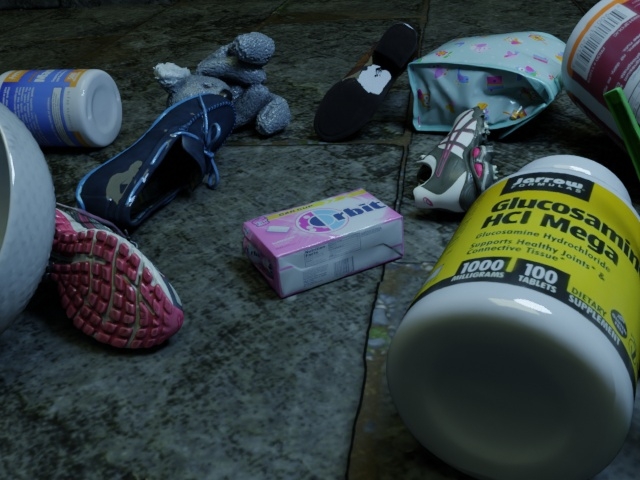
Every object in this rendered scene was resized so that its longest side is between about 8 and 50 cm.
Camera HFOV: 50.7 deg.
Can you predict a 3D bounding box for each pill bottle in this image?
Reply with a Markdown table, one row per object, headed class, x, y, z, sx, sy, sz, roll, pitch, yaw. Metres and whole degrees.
| class | x | y | z | sx | sy | sz | roll | pitch | yaw |
| --- | --- | --- | --- | --- | --- | --- | --- | --- | --- |
| pill bottle | -0.549 | -0.260 | 1.336 | 0.272 | 0.152 | 0.152 | 3 | 30 | 12 |
| pill bottle | 0.202 | 0.046 | 0.632 | 0.188 | 0.188 | 0.334 | 9 | 33 | 24 |
| pill bottle | 0.529 | -0.198 | 0.959 | 0.224 | 0.224 | 0.392 | -8 | 38 | -5 |

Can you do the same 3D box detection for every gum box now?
| class | x | y | z | sx | sy | sz | roll | pitch | yaw |
| --- | --- | --- | --- | --- | --- | --- | --- | --- | --- |
| gum box | 0.000 | 0.000 | 0.875 | 0.188 | 0.062 | 0.107 | -17 | 31 | -21 |

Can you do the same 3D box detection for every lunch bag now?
| class | x | y | z | sx | sy | sz | roll | pitch | yaw |
| --- | --- | --- | --- | --- | --- | --- | --- | --- | --- |
| lunch bag | 0.327 | -0.291 | 1.245 | 0.262 | 0.160 | 0.223 | 7 | 30 | 31 |

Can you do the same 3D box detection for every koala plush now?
| class | x | y | z | sx | sy | sz | roll | pitch | yaw |
| --- | --- | --- | --- | --- | --- | --- | --- | --- | --- |
| koala plush | -0.206 | -0.266 | 1.275 | 0.203 | 0.196 | 0.221 | 3 | 29 | 37 |

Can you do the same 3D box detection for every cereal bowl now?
| class | x | y | z | sx | sy | sz | roll | pitch | yaw |
| --- | --- | --- | --- | --- | --- | --- | --- | --- | --- |
| cereal bowl | -0.442 | -0.014 | 0.777 | 0.339 | 0.339 | 0.141 | 6 | -8 | 19 |

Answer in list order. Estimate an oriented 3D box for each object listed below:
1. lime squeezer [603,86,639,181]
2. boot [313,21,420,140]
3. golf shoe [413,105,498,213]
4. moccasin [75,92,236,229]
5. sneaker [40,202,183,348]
| class | x | y | z | sx | sy | sz | roll | pitch | yaw |
| --- | --- | --- | --- | --- | --- | --- | --- | --- | --- |
| lime squeezer | 0.275 | 0.030 | 0.545 | 0.110 | 0.059 | 0.310 | 11 | 68 | -19 |
| boot | 0.097 | -0.313 | 1.343 | 0.096 | 0.264 | 0.280 | 33 | 13 | 0 |
| golf shoe | 0.205 | -0.130 | 1.039 | 0.120 | 0.105 | 0.273 | -6 | 28 | 14 |
| moccasin | -0.228 | -0.116 | 1.082 | 0.117 | 0.137 | 0.342 | 17 | 50 | 27 |
| sneaker | -0.263 | 0.028 | 0.826 | 0.299 | 0.120 | 0.112 | 30 | 13 | 34 |
